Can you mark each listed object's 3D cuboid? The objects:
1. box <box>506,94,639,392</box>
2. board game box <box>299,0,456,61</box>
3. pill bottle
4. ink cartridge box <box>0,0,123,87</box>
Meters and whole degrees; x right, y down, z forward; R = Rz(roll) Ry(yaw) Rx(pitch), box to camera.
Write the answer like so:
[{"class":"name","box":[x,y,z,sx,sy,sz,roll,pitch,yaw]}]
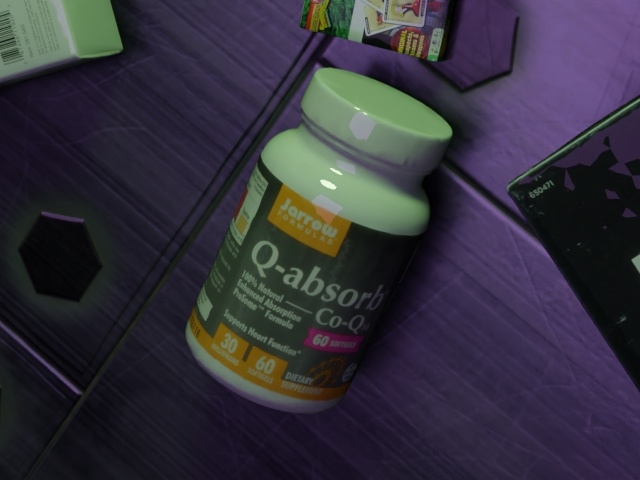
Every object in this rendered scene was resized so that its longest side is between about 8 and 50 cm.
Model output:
[{"class":"box","box":[0.321,0.014,1.106,0.183,0.294,0.296,-34,88,26]},{"class":"board game box","box":[0.070,-0.297,1.283,0.136,0.030,0.259,16,106,19]},{"class":"pill bottle","box":[0.000,0.000,1.297,0.162,0.162,0.278,29,110,13]},{"class":"ink cartridge box","box":[-0.322,-0.227,1.410,0.219,0.092,0.160,-12,96,23]}]
